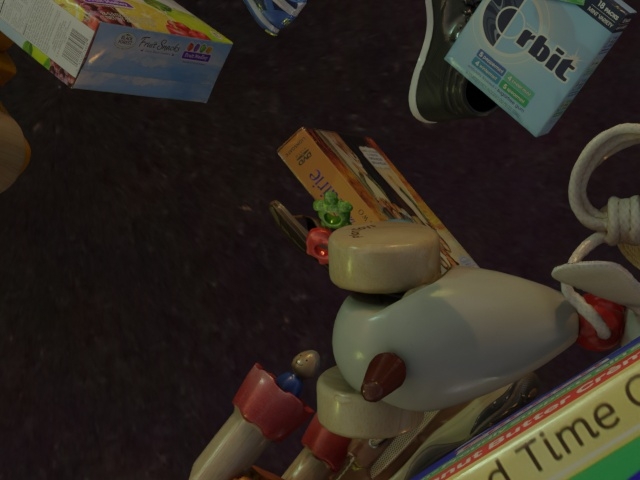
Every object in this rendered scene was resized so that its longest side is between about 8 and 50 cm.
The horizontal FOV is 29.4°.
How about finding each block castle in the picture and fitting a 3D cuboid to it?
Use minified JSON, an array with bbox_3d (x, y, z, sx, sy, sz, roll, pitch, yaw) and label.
[{"bbox_3d":[0.101,0.331,1.347,0.453,0.303,0.213,36,86,29],"label":"block castle"}]

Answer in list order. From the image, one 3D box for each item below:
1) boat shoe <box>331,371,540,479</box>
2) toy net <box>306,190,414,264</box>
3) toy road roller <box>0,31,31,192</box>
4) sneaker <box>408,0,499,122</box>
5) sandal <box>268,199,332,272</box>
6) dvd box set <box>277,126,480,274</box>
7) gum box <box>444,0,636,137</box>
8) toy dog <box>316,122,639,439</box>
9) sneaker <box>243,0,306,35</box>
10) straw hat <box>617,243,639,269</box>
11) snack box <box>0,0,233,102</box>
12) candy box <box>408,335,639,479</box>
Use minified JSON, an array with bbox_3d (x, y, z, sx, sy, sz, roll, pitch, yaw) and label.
[{"bbox_3d":[0.098,0.214,1.386,0.324,0.122,0.120,-41,74,19],"label":"boat shoe"},{"bbox_3d":[0.039,0.056,1.149,0.122,0.045,0.232,13,137,8],"label":"toy net"},{"bbox_3d":[-0.456,-0.240,1.514,0.241,0.202,0.329,-38,73,13],"label":"toy road roller"},{"bbox_3d":[0.213,-0.296,1.647,0.105,0.147,0.295,4,100,-35],"label":"sneaker"},{"bbox_3d":[0.000,0.000,1.738,0.180,0.072,0.049,39,74,-4],"label":"sandal"},{"bbox_3d":[0.136,0.011,1.812,0.062,0.308,0.420,-43,76,17],"label":"dvd box set"},{"bbox_3d":[0.260,-0.245,1.462,0.157,0.041,0.184,43,123,18],"label":"gum box"},{"bbox_3d":[0.144,0.072,0.857,0.334,0.161,0.220,-19,106,10],"label":"toy dog"},{"bbox_3d":[-0.070,-0.297,1.336,0.059,0.053,0.144,-31,108,16],"label":"sneaker"},{"bbox_3d":[0.404,-0.012,1.362,0.144,0.144,0.061,42,64,-14],"label":"straw hat"},{"bbox_3d":[-0.211,-0.206,1.088,0.207,0.174,0.070,37,111,27],"label":"snack box"},{"bbox_3d":[0.171,0.193,0.451,0.268,0.122,0.317,-35,79,13],"label":"candy box"}]
